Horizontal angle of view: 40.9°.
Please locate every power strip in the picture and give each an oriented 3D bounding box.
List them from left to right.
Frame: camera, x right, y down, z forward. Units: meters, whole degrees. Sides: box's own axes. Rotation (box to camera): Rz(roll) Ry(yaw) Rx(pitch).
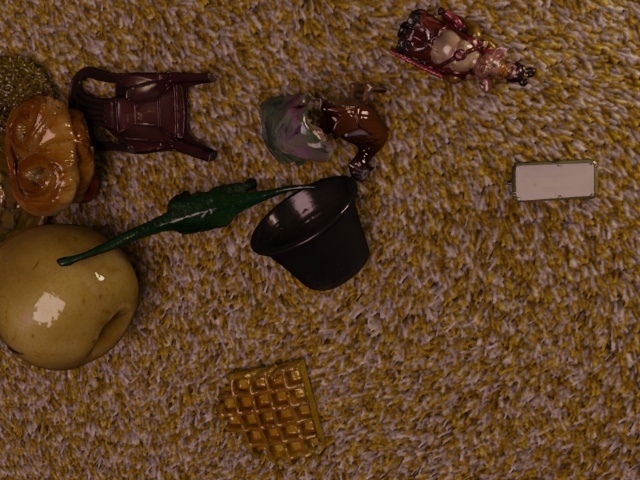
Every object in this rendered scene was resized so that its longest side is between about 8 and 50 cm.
[{"bbox_3d":[0.430,-0.112,1.604,0.169,0.028,0.076,-1,103,11],"label":"power strip"}]

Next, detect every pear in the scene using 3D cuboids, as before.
[{"bbox_3d":[-0.524,0.106,1.735,0.310,0.309,0.309,3,103,12],"label":"pear"}]

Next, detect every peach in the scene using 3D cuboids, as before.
[{"bbox_3d":[-0.501,-0.121,1.794,0.098,0.061,0.098,-1,88,29],"label":"peach"}]

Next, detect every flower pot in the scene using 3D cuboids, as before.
[{"bbox_3d":[0.000,0.000,1.648,0.235,0.235,0.148,-25,117,17],"label":"flower pot"}]

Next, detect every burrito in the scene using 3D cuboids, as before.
[{"bbox_3d":[-0.052,-0.205,1.587,0.089,0.229,0.143,-19,99,-15],"label":"burrito"}]

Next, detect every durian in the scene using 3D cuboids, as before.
[{"bbox_3d":[-0.661,-0.305,1.768,0.208,0.102,0.146,-15,103,20],"label":"durian"}]

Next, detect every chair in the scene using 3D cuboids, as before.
[{"bbox_3d":[-0.360,-0.253,1.704,0.326,0.183,0.175,22,115,54],"label":"chair"}]

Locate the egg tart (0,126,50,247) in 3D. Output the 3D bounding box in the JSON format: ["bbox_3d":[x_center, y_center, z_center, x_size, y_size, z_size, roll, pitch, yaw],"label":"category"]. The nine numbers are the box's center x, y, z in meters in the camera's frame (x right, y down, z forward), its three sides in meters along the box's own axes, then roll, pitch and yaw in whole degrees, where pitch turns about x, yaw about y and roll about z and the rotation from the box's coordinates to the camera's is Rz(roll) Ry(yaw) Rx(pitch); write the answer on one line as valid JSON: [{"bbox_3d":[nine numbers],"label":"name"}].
[{"bbox_3d":[-0.724,-0.100,1.818,0.315,0.120,0.314,3,102,12],"label":"egg tart"}]

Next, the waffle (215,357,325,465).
[{"bbox_3d":[-0.116,0.375,1.825,0.219,0.057,0.229,-10,101,15],"label":"waffle"}]

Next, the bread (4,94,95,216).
[{"bbox_3d":[-0.543,-0.166,1.702,0.198,0.120,0.236,-13,85,41],"label":"bread"}]

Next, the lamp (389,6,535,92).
[{"bbox_3d":[0.261,-0.333,1.548,0.253,0.118,0.118,28,107,6],"label":"lamp"}]

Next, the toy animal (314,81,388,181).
[{"bbox_3d":[0.052,-0.209,1.602,0.089,0.188,0.179,13,89,53],"label":"toy animal"}]

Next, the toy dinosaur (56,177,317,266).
[{"bbox_3d":[-0.246,-0.047,1.628,0.447,0.301,0.087,-14,98,18],"label":"toy dinosaur"}]
